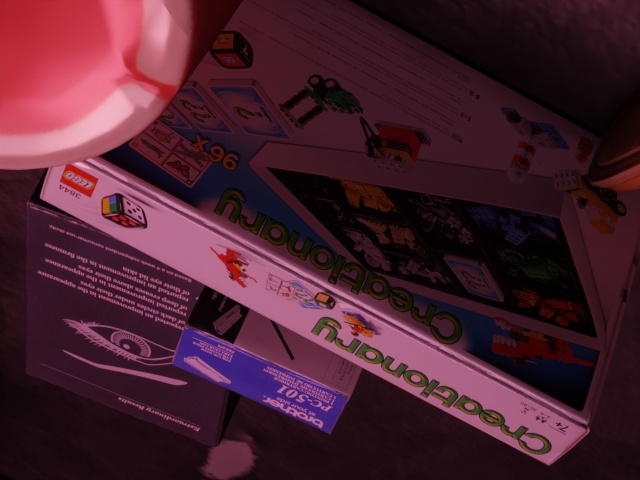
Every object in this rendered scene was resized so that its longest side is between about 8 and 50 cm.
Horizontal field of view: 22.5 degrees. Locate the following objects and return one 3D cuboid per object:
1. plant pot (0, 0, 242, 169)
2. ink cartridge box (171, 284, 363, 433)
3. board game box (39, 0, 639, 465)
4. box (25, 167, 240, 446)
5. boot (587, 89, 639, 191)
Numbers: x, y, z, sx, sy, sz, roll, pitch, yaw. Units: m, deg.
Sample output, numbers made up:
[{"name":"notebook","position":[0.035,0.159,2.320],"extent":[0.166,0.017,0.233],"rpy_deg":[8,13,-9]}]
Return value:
[{"name":"plant pot","position":[-0.124,-0.181,0.705],"extent":[0.275,0.243,0.275],"rpy_deg":[7,135,7]},{"name":"ink cartridge box","position":[0.000,0.000,0.916],"extent":[0.097,0.207,0.046],"rpy_deg":[24,143,0]},{"name":"board game box","position":[0.027,-0.032,0.877],"extent":[0.305,0.193,0.053],"rpy_deg":[28,142,-5]},{"name":"box","position":[-0.110,0.024,1.086],"extent":[0.153,0.108,0.207],"rpy_deg":[21,143,4]},{"name":"boot","position":[0.252,-0.038,0.850],"extent":[0.152,0.073,0.197],"rpy_deg":[37,144,-22]}]
